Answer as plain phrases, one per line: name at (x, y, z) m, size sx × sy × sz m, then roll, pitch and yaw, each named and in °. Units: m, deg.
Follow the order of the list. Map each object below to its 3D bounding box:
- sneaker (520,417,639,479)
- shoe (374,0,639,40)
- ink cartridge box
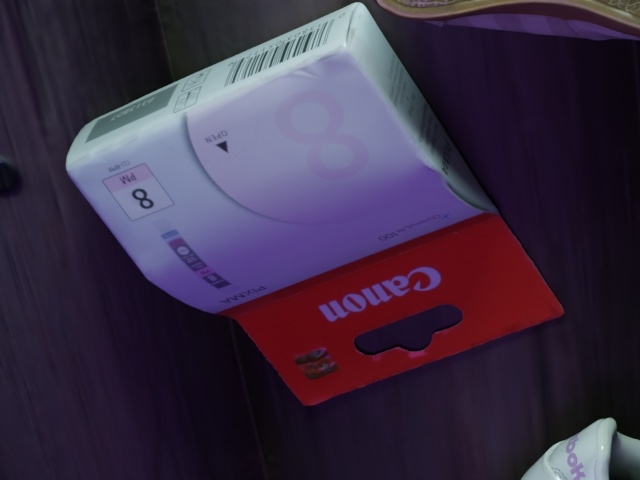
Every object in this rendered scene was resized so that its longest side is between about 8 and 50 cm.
sneaker at (0.251, 0.207, 1.153) m, size 0.305 × 0.114 × 0.152 m, roll 26°, pitch 130°, yaw -7°
shoe at (0.131, -0.136, 0.961) m, size 0.219 × 0.058 × 0.076 m, roll 3°, pitch 97°, yaw 6°
ink cartridge box at (0.000, 0.000, 1.094) m, size 0.189 × 0.066 × 0.232 m, roll -22°, pitch 115°, yaw 27°
